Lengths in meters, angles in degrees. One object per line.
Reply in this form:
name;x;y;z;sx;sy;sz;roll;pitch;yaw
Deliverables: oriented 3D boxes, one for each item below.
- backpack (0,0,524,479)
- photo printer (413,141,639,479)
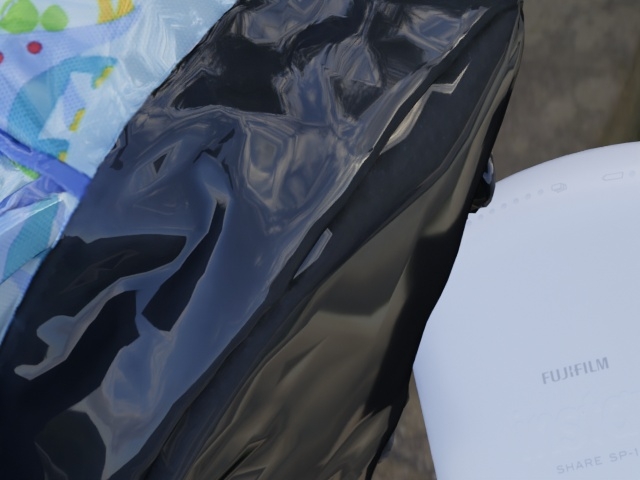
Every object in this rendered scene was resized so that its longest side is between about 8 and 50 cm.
backpack;-0.168;-0.013;0.453;0.355;0.290;0.273;39;52;16
photo printer;0.186;0.096;1.045;0.256;0.107;0.308;-18;77;29
